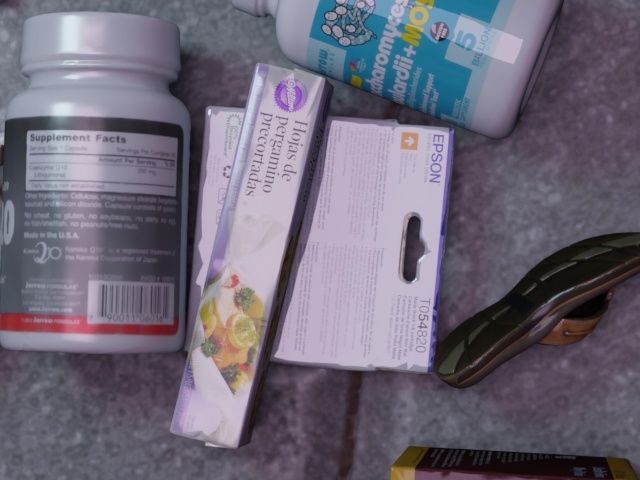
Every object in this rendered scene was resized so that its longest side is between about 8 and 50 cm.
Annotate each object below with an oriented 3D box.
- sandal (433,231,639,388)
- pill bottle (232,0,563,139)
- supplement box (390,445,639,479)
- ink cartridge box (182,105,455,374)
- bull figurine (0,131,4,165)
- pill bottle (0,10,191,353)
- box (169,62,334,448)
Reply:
[{"bbox_3d":[0.199,0.065,1.456,0.219,0.090,0.060,-37,112,-4],"label":"sandal"},{"bbox_3d":[0.062,-0.195,1.452,0.264,0.146,0.146,21,91,9],"label":"pill bottle"},{"bbox_3d":[0.158,0.245,1.398,0.194,0.191,0.129,2,88,7],"label":"supplement box"},{"bbox_3d":[0.000,0.000,1.503,0.224,0.045,0.223,6,89,7],"label":"ink cartridge box"},{"bbox_3d":[-0.371,-0.038,1.527,0.188,0.101,0.310,2,88,6],"label":"bull figurine"},{"bbox_3d":[-0.193,-0.046,1.473,0.161,0.161,0.283,1,87,8],"label":"pill bottle"},{"bbox_3d":[-0.057,0.014,1.453,0.063,0.067,0.324,13,89,6],"label":"box"}]
